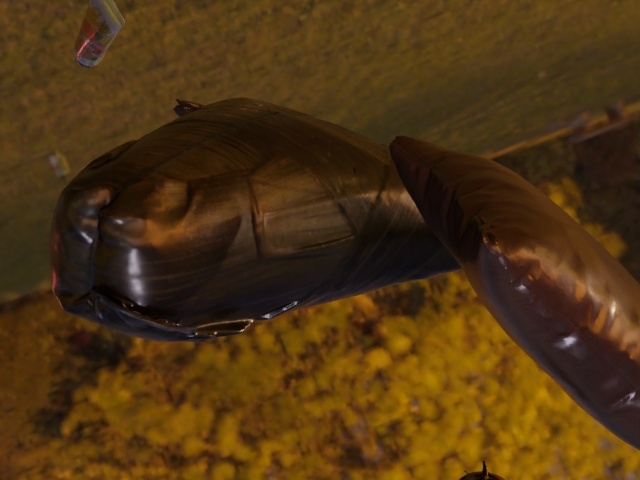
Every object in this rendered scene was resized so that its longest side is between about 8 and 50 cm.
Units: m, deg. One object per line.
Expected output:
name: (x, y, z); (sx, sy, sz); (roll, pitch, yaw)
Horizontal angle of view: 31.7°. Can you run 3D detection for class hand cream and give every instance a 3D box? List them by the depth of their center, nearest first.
hand cream: (-0.159, -0.149, 0.802); (0.022, 0.035, 0.102); (-29, 179, -24)

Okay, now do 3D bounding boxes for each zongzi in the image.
zongzi: (0.000, 0.000, 1.066); (0.432, 0.207, 0.403); (13, -163, 11)

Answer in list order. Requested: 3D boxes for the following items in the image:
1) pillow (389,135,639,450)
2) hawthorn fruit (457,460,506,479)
pillow: (0.199, 0.042, 0.959); (0.108, 0.305, 0.308); (-45, -160, 8)
hawthorn fruit: (0.140, 0.241, 0.988); (0.081, 0.093, 0.081); (-8, -148, 5)
